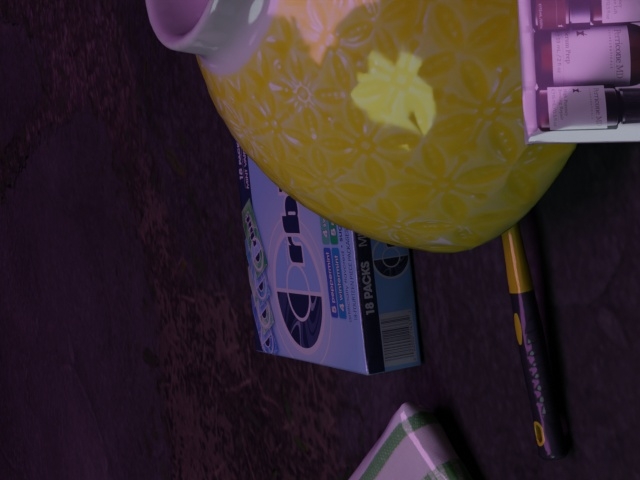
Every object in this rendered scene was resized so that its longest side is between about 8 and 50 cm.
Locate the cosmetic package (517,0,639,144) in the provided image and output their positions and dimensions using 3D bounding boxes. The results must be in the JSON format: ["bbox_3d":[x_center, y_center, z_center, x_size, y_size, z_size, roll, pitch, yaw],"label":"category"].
[{"bbox_3d":[0.126,-0.158,0.614,0.099,0.060,0.239,0,100,25],"label":"cosmetic package"}]

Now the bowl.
[{"bbox_3d":[0.005,-0.142,0.775,0.289,0.156,0.289,-176,90,-64],"label":"bowl"}]

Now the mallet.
[{"bbox_3d":[0.099,0.019,0.827,0.062,0.039,0.190,13,113,65],"label":"mallet"}]

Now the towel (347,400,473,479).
[{"bbox_3d":[0.077,0.285,0.955,0.248,0.038,0.325,118,138,-53],"label":"towel"}]

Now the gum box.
[{"bbox_3d":[0.000,0.000,1.036,0.184,0.041,0.157,-179,82,-66],"label":"gum box"}]
